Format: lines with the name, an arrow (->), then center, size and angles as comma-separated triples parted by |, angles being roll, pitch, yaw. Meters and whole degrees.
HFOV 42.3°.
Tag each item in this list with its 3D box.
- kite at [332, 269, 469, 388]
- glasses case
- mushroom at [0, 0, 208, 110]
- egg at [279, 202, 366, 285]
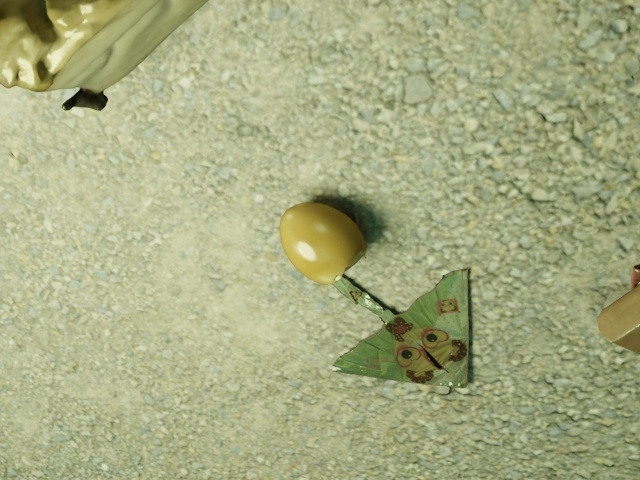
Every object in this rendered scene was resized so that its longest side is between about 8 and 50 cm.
kite -> 0.084, 0.093, 0.967 | 0.250, 0.012, 0.229 | 39, 121, -11
glasses case -> 0.378, 0.039, 0.824 | 0.102, 0.070, 0.193 | 22, 129, -34
mushroom -> -0.172, -0.332, 0.664 | 0.397, 0.224, 0.314 | -32, 95, 23
egg -> 0.000, 0.000, 0.889 | 0.096, 0.080, 0.080 | 47, 124, 3
